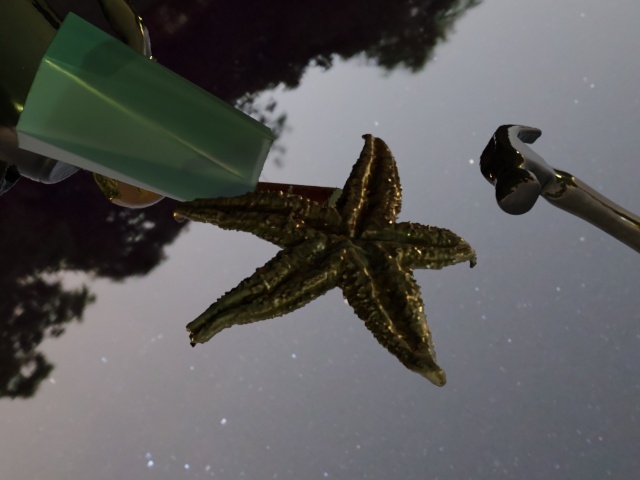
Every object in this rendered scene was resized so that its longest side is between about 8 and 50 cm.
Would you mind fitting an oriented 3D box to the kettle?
[{"bbox_3d":[-0.397,-0.247,1.032,0.321,0.324,0.228,-46,-177,-12],"label":"kettle"}]

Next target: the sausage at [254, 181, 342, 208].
[{"bbox_3d":[-0.071,-0.080,1.516,0.264,0.083,0.083,7,-132,34],"label":"sausage"}]

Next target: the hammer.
[{"bbox_3d":[0.341,0.019,0.723,0.044,0.440,0.168,-56,-169,27],"label":"hammer"}]

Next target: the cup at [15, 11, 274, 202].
[{"bbox_3d":[-0.175,-0.111,0.776,0.148,0.236,0.134,-60,-164,18],"label":"cup"}]

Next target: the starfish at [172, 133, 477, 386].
[{"bbox_3d":[-0.001,-0.004,0.557,0.231,0.048,0.295,-3,-139,1],"label":"starfish"}]

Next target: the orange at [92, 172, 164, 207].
[{"bbox_3d":[-0.298,-0.127,1.187,0.134,0.154,0.155,-2,-171,-22],"label":"orange"}]
